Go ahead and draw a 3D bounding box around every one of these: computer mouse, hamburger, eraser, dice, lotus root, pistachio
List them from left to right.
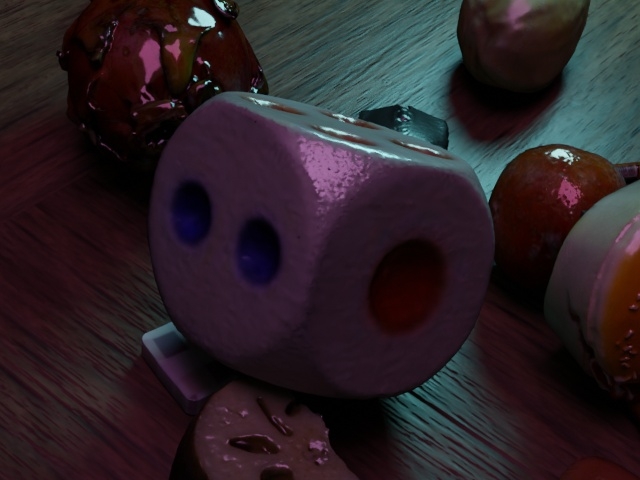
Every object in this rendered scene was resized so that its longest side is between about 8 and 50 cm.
[{"bbox_3d":[-0.135,0.128,1.176,0.065,0.026,0.105,-22,50,-32],"label":"eraser"},{"bbox_3d":[-0.051,0.233,1.008,0.138,0.119,0.235,-14,48,-31],"label":"lotus root"},{"bbox_3d":[0.000,0.000,1.111,0.259,0.243,0.251,1,19,-44],"label":"dice"},{"bbox_3d":[0.098,-0.103,1.430,0.121,0.073,0.217,9,41,1],"label":"computer mouse"},{"bbox_3d":[0.292,-0.319,1.633,0.181,0.162,0.293,41,46,-4],"label":"pistachio"},{"bbox_3d":[0.375,0.037,1.212,0.295,0.227,0.151,-24,39,-27],"label":"hamburger"}]

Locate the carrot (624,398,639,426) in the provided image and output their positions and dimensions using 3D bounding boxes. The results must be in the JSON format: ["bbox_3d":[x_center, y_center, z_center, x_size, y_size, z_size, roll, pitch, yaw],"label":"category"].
[{"bbox_3d":[0.368,0.221,1.150,0.037,0.037,0.190,-16,47,-25],"label":"carrot"}]

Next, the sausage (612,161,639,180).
[{"bbox_3d":[0.381,-0.086,1.493,0.198,0.025,0.028,-8,73,-16],"label":"sausage"}]

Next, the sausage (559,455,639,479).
[{"bbox_3d":[0.309,0.272,1.059,0.194,0.077,0.077,33,48,25],"label":"sausage"}]

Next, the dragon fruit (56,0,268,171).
[{"bbox_3d":[-0.192,-0.204,1.386,0.250,0.250,0.315,-17,34,-25],"label":"dragon fruit"}]

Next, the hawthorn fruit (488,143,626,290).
[{"bbox_3d":[0.269,-0.023,1.304,0.172,0.173,0.173,5,43,-4],"label":"hawthorn fruit"}]
